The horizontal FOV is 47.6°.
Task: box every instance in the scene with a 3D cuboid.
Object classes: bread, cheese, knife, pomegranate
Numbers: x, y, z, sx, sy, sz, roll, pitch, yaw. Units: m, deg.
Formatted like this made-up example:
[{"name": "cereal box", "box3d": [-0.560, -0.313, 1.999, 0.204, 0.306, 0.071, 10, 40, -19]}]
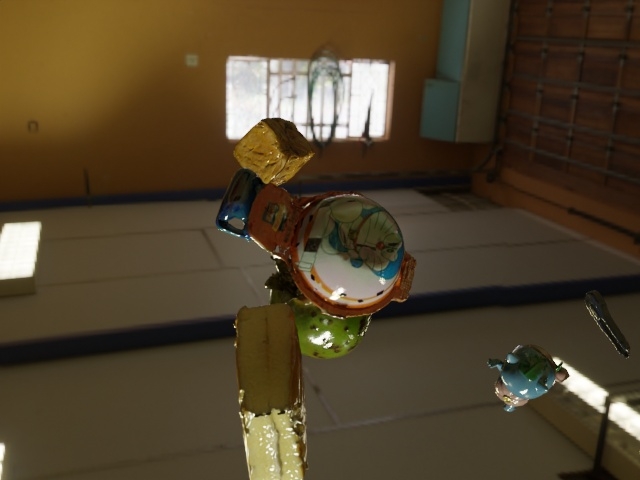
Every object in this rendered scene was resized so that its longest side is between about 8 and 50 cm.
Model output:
[{"name": "bread", "box3d": [-0.081, 0.265, 1.224, 0.111, 0.239, 0.246, -6, -137, 0]}, {"name": "cheese", "box3d": [0.000, 0.000, 1.127, 0.329, 0.217, 0.129, 26, 153, -11]}, {"name": "bread", "box3d": [-0.126, -0.232, 1.927, 0.158, 0.143, 0.149, -37, 175, 25]}, {"name": "knife", "box3d": [0.454, 0.131, 1.142, 0.018, 0.031, 0.121, -7, -127, -26]}, {"name": "pomegranate", "box3d": [-0.007, 0.135, 1.472, 0.231, 0.231, 0.286, 6, -178, 12]}]

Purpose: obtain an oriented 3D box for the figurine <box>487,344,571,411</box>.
[{"name": "figurine", "box3d": [0.405, 0.262, 1.422, 0.144, 0.178, 0.114, -21, -118, -22]}]
